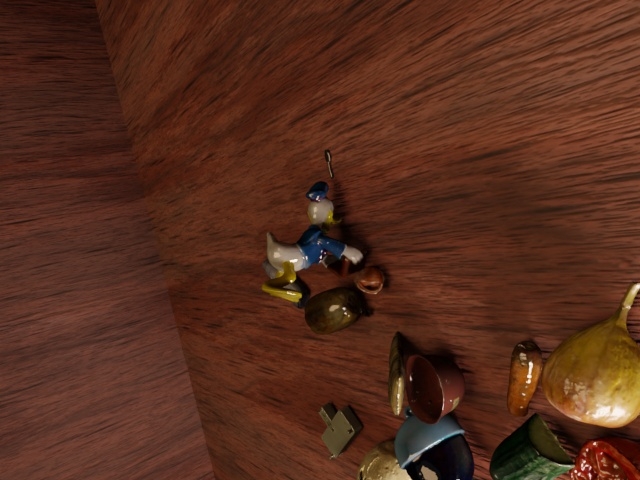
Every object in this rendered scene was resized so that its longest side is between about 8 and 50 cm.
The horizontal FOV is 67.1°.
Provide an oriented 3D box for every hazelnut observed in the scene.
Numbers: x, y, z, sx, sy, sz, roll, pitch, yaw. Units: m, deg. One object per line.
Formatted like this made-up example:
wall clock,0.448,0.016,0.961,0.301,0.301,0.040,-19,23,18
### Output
hazelnut,0.129,0.105,1.274,0.086,0.087,0.086,25,122,48

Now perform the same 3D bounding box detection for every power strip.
power strip,0.047,0.617,1.604,0.145,0.061,0.215,50,138,29

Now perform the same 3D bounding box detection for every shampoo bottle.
shampoo bottle,-0.124,0.141,1.669,0.234,0.049,0.087,40,135,39

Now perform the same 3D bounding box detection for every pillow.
pillow,0.191,0.328,1.215,0.203,0.039,0.113,-70,-17,-69

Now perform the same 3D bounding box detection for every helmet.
helmet,0.278,0.343,1.132,0.155,0.106,0.175,-127,39,-52

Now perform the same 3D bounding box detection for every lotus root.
lotus root,0.031,0.208,1.418,0.241,0.123,0.123,-33,66,52

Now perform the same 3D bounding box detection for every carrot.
carrot,0.409,0.282,0.974,0.060,0.060,0.186,29,132,46

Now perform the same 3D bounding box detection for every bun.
bun,0.201,0.702,1.346,0.259,0.152,0.259,23,119,51

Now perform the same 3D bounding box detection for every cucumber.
cucumber,0.410,0.461,1.002,0.243,0.063,0.115,101,158,-45

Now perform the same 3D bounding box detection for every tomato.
tomato,0.541,0.445,0.815,0.228,0.101,0.227,171,90,-75

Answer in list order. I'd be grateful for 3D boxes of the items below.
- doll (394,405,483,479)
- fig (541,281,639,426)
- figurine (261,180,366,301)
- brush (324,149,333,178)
doll,0.286,0.532,1.134,0.314,0.177,0.141,60,178,34
fig,0.472,0.185,0.800,0.159,0.159,0.256,31,109,45
figurine,0.000,0.000,1.292,0.204,0.284,0.337,150,130,-71
brush,0.025,-0.215,1.361,0.024,0.008,0.083,-7,98,54
